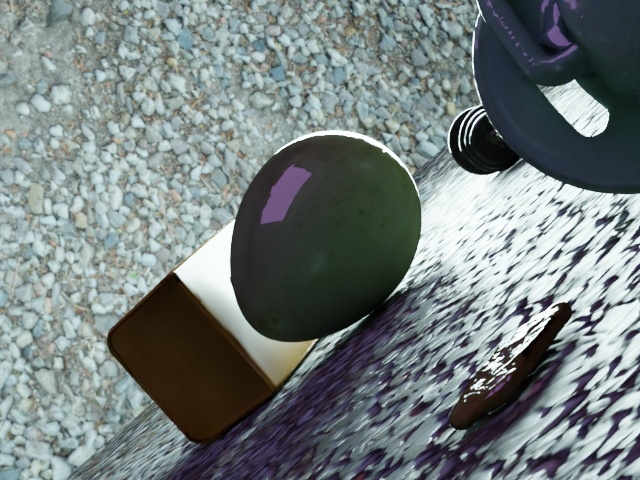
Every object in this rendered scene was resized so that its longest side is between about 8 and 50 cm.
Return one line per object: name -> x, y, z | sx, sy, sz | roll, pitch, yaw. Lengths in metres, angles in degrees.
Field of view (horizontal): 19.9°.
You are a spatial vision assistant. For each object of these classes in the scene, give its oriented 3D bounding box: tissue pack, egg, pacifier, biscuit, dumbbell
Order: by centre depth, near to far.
biscuit -> 0.128, 0.082, 1.218 | 0.071, 0.018, 0.147 | -40, 3, 35
pacifier -> 0.282, -0.179, 1.469 | 0.343, 0.288, 0.269 | -35, -23, 1
egg -> 0.000, 0.000, 2.186 | 0.218, 0.218, 0.295 | -36, 15, 50
tissue pack -> -0.123, 0.113, 2.295 | 0.145, 0.194, 0.274 | -43, 1, 22
dumbbell -> 0.235, -0.142, 2.564 | 0.099, 0.099, 0.208 | -40, 4, -5
